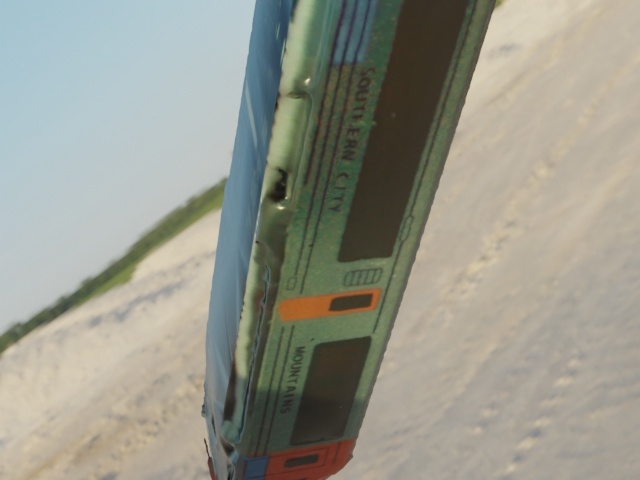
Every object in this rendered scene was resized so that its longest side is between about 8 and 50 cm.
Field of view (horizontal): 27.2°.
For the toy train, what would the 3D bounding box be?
[{"bbox_3d":[0.000,0.000,0.617,0.089,0.086,0.409,-6,-39,-15],"label":"toy train"}]
